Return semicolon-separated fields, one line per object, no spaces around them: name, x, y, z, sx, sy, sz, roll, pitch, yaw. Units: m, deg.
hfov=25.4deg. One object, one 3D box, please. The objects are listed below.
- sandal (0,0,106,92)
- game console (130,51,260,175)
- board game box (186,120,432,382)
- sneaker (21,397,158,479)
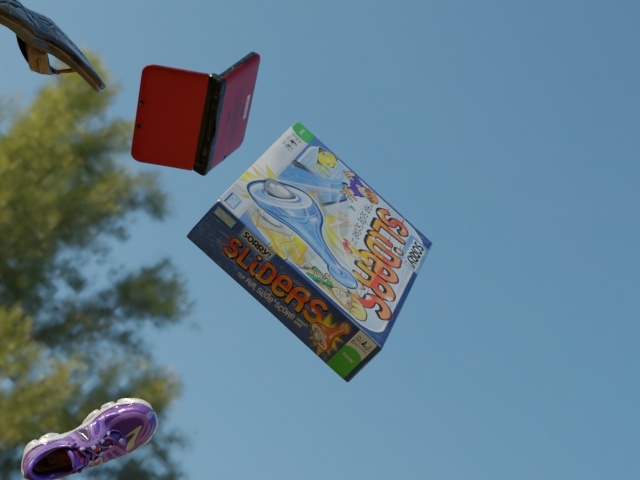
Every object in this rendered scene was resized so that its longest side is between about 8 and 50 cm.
sandal;-0.357;-0.244;1.776;0.219;0.060;0.090;32;17;-52
game console;-0.145;-0.156;1.653;0.085;0.124;0.144;31;-46;16
board game box;0.000;0.000;0.946;0.136;0.201;0.035;42;-67;-4
sneaker;-0.269;0.245;1.665;0.068;0.170;0.071;65;-5;-13
